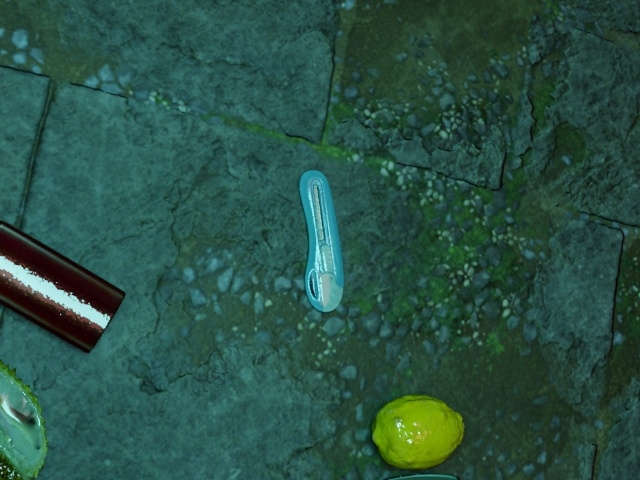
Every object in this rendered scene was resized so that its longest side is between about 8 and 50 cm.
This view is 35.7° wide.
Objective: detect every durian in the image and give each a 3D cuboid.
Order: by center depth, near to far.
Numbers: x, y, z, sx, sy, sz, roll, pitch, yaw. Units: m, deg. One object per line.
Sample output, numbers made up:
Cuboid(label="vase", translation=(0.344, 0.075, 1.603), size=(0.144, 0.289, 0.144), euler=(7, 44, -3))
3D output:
Cuboid(label="durian", translation=(-0.460, 0.262, 1.287), size=(0.138, 0.193, 0.237), euler=(-40, 86, 23))

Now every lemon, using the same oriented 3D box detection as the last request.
Cuboid(label="lemon", translation=(0.149, 0.291, 1.515), size=(0.155, 0.114, 0.114), euler=(-5, 86, -25))

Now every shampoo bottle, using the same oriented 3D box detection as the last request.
Cuboid(label="shampoo bottle", translation=(-0.406, 0.049, 1.372), size=(0.260, 0.064, 0.102), euler=(32, 75, -13))

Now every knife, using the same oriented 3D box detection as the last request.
Cuboid(label="knife", translation=(0.000, 0.000, 1.537), size=(0.064, 0.031, 0.222), euler=(-5, 85, -16))

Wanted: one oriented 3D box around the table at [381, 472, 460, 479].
Cuboid(label="table", translation=(0.156, 0.470, 1.491), size=(0.126, 0.126, 0.220), euler=(-2, 86, -19))
